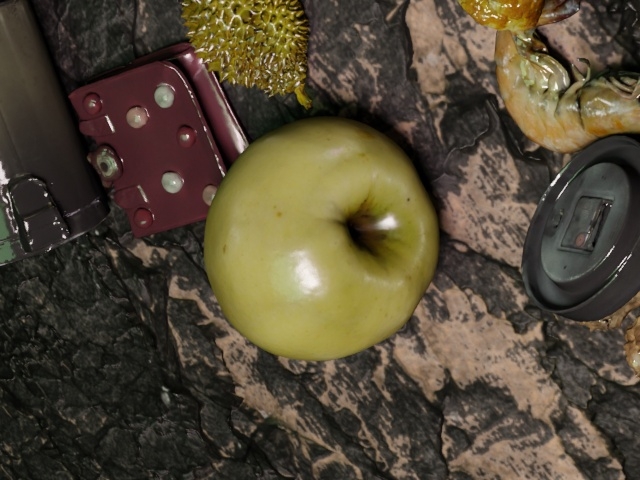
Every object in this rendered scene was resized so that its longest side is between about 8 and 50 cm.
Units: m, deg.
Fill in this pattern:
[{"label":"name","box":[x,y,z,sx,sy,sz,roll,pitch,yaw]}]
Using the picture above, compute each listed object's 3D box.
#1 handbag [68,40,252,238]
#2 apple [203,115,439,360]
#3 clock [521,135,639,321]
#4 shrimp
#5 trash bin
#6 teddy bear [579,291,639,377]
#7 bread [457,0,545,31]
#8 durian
[{"label":"handbag","box":[-0.190,-0.115,2.032,0.216,0.074,0.203,-14,104,41]},{"label":"apple","box":[0.000,0.000,1.849,0.262,0.262,0.262,17,123,28]},{"label":"clock","box":[0.264,-0.009,1.625,0.040,0.184,0.184,26,138,-25]},{"label":"shrimp","box":[0.270,-0.169,1.649,0.296,0.058,0.169,-4,112,54]},{"label":"trash bin","box":[-0.400,-0.139,2.086,0.252,0.203,0.301,27,137,70]},{"label":"teddy bear","box":[0.397,0.084,1.614,0.296,0.222,0.246,-35,129,29]},{"label":"bread","box":[0.186,-0.298,1.614,0.132,0.103,0.172,-109,32,-41]},{"label":"durian","box":[-0.080,-0.221,1.878,0.146,0.102,0.208,-32,97,37]}]
